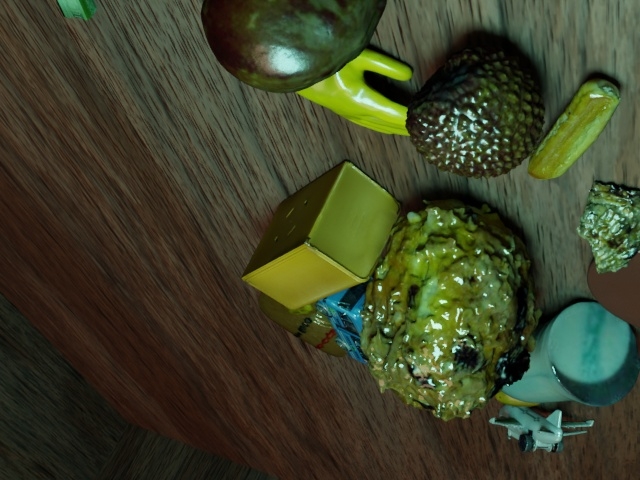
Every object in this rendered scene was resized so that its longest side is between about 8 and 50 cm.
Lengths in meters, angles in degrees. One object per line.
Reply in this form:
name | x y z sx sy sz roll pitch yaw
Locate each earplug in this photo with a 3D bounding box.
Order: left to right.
earplug | 0.435 0.239 1.654 0.185 0.185 0.324 32 158 -6

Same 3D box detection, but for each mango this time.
mango | 0.439 0.336 1.904 0.114 0.060 0.080 -7 142 36

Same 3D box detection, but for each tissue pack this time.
tissue pack | 0.000 0.000 1.611 0.145 0.194 0.274 33 152 -18

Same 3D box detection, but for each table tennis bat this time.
table tennis bat | 0.561 0.110 1.449 0.200 0.038 0.310 3 142 39

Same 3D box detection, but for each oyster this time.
oyster | 0.447 -0.014 1.325 0.106 0.056 0.177 17 139 9

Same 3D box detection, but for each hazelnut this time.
hazelnut | -0.028 -0.292 1.113 0.218 0.233 0.218 34 177 2

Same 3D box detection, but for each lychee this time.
lychee | 0.211 -0.165 1.165 0.188 0.188 0.188 21 151 13

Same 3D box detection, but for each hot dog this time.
hot dog | 0.351 -0.153 1.197 0.066 0.047 0.215 13 151 -3

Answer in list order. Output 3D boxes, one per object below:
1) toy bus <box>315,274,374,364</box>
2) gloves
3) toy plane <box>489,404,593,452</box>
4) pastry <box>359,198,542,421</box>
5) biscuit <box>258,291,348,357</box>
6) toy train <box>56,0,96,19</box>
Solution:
toy bus | 0.093 0.166 1.851 0.134 0.113 0.246 25 154 37
gloves | 0.047 -0.231 1.308 0.295 0.116 0.133 25 -179 -13
toy plane | 0.470 0.417 1.935 0.251 0.101 0.255 6 175 -18
pastry | 0.220 0.142 1.480 0.293 0.337 0.405 20 151 23
biscuit | -0.017 0.187 2.072 0.277 0.052 0.262 34 152 -10
toy train | -0.419 -0.414 1.457 0.056 0.038 0.093 15 149 18
